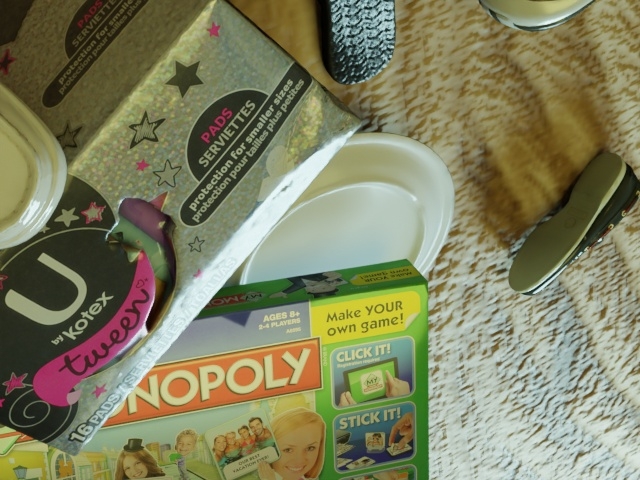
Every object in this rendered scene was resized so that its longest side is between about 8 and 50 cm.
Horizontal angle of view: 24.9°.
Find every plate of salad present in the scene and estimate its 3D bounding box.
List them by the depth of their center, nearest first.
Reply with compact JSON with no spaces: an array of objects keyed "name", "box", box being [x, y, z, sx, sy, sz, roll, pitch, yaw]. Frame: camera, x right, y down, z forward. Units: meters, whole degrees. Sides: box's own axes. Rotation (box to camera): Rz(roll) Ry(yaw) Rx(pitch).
[{"name":"plate of salad","box":[0.000,0.000,0.995,0.200,0.048,0.200,-18,139,-17]}]

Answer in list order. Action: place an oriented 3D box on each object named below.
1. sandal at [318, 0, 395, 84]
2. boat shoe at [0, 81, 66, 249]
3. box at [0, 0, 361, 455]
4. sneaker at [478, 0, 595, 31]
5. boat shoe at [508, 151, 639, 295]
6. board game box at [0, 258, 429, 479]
[{"name":"sandal","box":[0.018,-0.172,0.897,0.067,0.040,0.179,-19,145,-16]},{"name":"boat shoe","box":[-0.246,-0.071,0.638,0.277,0.096,0.098,26,90,-9]},{"name":"box","box":[-0.132,-0.038,0.790,0.247,0.163,0.142,-50,137,5]},{"name":"sneaker","box":[0.194,-0.269,0.901,0.281,0.106,0.162,-41,132,-3]},{"name":"boat shoe","box":[0.200,-0.006,1.130,0.133,0.049,0.042,-50,127,0]},{"name":"board game box","box":[-0.082,0.139,0.961,0.317,0.046,0.213,-9,114,-15]}]
